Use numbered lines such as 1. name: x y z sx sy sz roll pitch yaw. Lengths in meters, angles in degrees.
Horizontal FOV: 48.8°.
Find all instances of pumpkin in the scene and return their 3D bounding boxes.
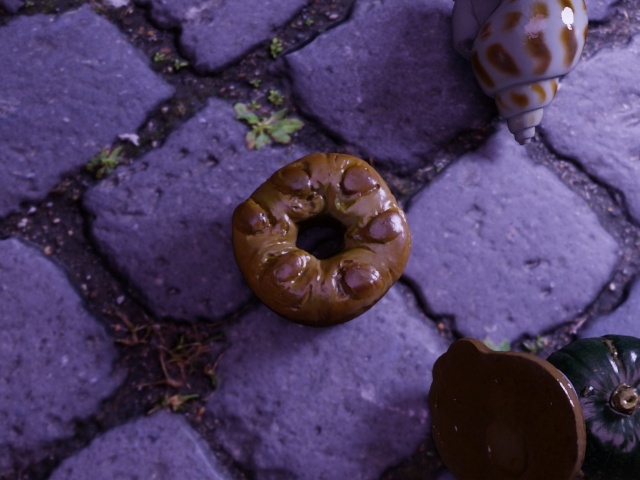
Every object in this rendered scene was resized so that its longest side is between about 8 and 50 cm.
1. pumpkin: 0.344 0.202 0.839 0.190 0.146 0.190 -6 75 23

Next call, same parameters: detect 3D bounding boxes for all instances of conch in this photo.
1. conch: 0.280 -0.279 0.983 0.149 0.183 0.274 23 77 -28

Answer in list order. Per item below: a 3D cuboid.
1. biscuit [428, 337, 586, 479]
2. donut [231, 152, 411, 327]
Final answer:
1. biscuit: 0.216 0.211 0.823 0.049 0.208 0.180 3 91 -42
2. donut: 0.000 0.002 0.904 0.227 0.114 0.226 1 73 -3
